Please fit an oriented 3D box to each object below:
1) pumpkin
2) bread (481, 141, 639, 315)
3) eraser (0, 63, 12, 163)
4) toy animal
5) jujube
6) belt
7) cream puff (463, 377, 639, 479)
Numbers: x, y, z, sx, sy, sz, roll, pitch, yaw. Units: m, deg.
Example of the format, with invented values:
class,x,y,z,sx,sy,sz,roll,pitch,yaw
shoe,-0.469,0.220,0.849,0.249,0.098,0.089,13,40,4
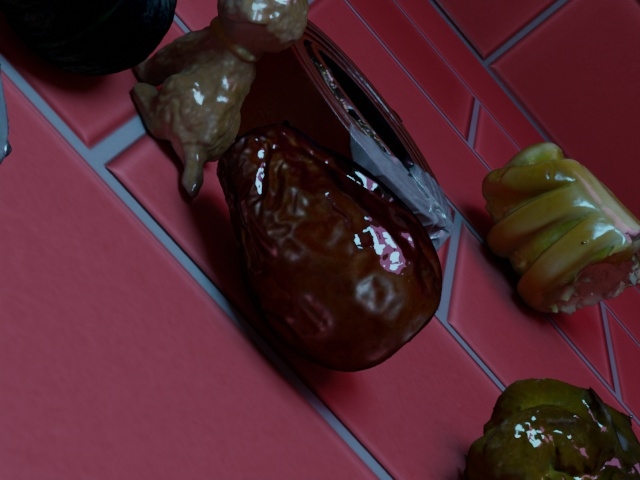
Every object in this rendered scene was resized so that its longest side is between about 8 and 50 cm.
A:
class,x,y,z,sx,sy,sz,roll,pitch,yaw
pumpkin,-0.206,-0.235,0.936,0.202,0.140,0.202,-16,90,-71
bread,0.362,-0.011,1.682,0.270,0.211,0.316,50,11,20
eraser,-0.272,-0.147,0.622,0.227,0.081,0.174,62,5,-57
toy animal,-0.075,-0.151,1.004,0.104,0.185,0.184,34,27,-43
jujube,0.000,0.000,0.950,0.236,0.168,0.168,55,21,11
belt,0.022,-0.105,1.233,0.324,0.115,0.227,53,21,3
cream puff,0.243,0.249,1.065,0.269,0.155,0.241,44,26,-38
